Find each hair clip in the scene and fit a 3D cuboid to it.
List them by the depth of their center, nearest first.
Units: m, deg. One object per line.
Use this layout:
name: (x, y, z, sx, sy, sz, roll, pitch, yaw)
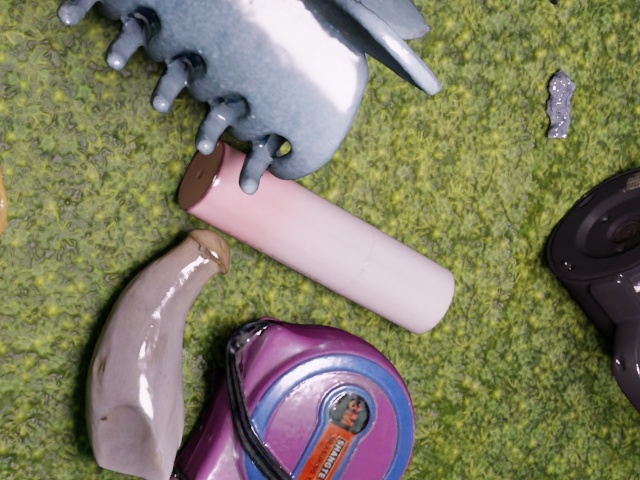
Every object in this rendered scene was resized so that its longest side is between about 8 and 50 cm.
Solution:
hair clip: (-0.066, -0.222, 1.405, 0.238, 0.392, 0.318, -41, 108, 15)

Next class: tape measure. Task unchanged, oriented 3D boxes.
tape measure: (-0.024, 0.203, 1.579, 0.245, 0.149, 0.232, 28, 89, -19)

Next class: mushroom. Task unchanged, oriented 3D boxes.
mushroom: (-0.178, 0.112, 1.509, 0.118, 0.103, 0.270, 15, 89, -14)

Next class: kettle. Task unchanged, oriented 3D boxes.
kettle: (0.441, 0.098, 1.721, 0.203, 0.262, 0.308, -32, 116, 11)

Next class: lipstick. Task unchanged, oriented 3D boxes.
lipstick: (0.000, 0.000, 1.582, 0.326, 0.087, 0.087, 29, 85, -26)

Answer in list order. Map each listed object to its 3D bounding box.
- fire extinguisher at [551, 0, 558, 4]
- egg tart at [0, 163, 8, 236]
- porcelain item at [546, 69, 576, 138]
fire extinguisher: (0.299, -0.370, 1.689, 0.062, 0.050, 0.177, 17, 93, -65)
egg tart: (-0.421, -0.038, 1.366, 0.241, 0.106, 0.241, -6, 104, -26)
porcelain item: (0.289, -0.165, 1.728, 0.036, 0.028, 0.083, 0, 97, -43)
